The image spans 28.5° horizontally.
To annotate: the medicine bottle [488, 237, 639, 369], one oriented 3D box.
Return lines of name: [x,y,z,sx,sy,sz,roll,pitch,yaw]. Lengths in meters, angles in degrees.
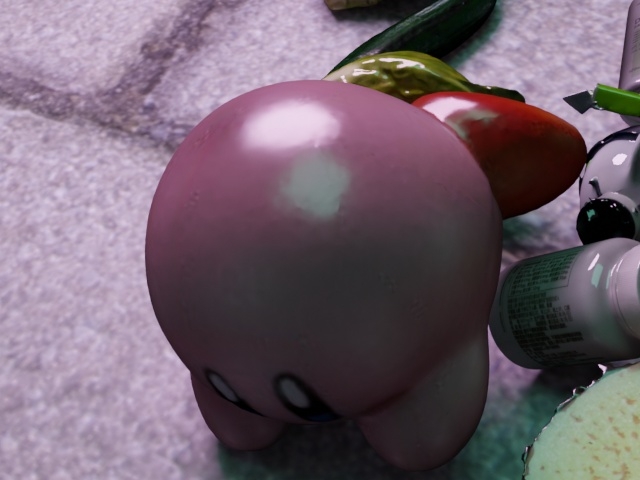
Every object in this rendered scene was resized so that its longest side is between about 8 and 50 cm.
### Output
medicine bottle: [0.180,0.041,0.829,0.079,0.079,0.140,-42,12,-30]

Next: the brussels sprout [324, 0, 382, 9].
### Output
brussels sprout: [0.072,-0.294,1.192,0.183,0.131,0.146,-8,61,10]

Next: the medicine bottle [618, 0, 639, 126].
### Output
medicine bottle: [0.293,-0.178,1.096,0.057,0.058,0.199,7,46,14]

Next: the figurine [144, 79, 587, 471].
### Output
figurine: [0.000,-0.009,0.799,0.269,0.211,0.261,3,63,31]

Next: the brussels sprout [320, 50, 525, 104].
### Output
brussels sprout: [0.062,-0.087,0.979,0.181,0.139,0.100,13,41,23]

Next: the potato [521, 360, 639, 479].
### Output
potato: [0.217,0.151,0.764,0.200,0.081,0.164,-22,55,-11]

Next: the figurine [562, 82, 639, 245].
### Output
figurine: [0.247,-0.038,0.912,0.126,0.147,0.192,14,27,42]

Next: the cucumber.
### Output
cucumber: [0.071,-0.165,1.113,0.056,0.056,0.284,31,57,32]
